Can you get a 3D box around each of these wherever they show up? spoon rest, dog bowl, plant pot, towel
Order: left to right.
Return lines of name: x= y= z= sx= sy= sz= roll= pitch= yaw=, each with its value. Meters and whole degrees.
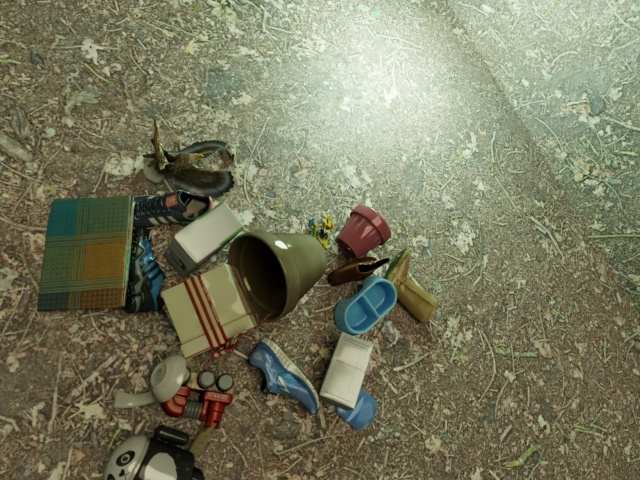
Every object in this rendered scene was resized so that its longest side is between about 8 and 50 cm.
towel: x=-0.749 y=0.037 z=1.309 sx=0.271 sy=0.040 sz=0.371 roll=-2 pitch=75 yaw=-3
spoon rest: x=-0.503 y=0.441 z=1.236 sx=0.084 sy=0.276 sz=0.137 roll=43 pitch=26 yaw=-42
plant pot: x=-0.136 y=0.096 z=1.504 sx=0.280 sy=0.323 sz=0.323 roll=-22 pitch=84 yaw=-46
plant pot: x=0.171 y=-0.025 z=1.742 sx=0.180 sy=0.201 sz=0.201 roll=-43 pitch=94 yaw=-15
dog bowl: x=0.195 y=0.270 z=1.678 sx=0.297 sy=0.074 sz=0.166 roll=-38 pitch=99 yaw=-18

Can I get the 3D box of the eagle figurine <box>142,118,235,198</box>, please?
eagle figurine: x=-0.488 y=-0.291 z=1.530 sx=0.298 sy=0.225 sz=0.226 roll=4 pitch=114 yaw=-55

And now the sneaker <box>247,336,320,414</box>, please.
sneaker: x=-0.135 y=0.509 z=1.463 sx=0.147 sy=0.130 sz=0.330 roll=-43 pitch=91 yaw=-16

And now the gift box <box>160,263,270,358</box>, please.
gift box: x=-0.325 y=0.232 z=1.327 sx=0.276 sy=0.255 sz=0.258 roll=-23 pitch=84 yaw=0

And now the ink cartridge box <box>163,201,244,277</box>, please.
ink cartridge box: x=-0.406 y=0.005 z=1.393 sx=0.201 sy=0.278 sz=0.117 roll=-42 pitch=97 yaw=-30

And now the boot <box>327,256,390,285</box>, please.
boot: x=0.189 y=0.097 z=1.646 sx=0.264 sy=0.280 sz=0.096 roll=-10 pitch=78 yaw=-28

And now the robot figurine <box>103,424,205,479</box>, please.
robot figurine: x=-0.482 y=0.684 z=1.188 sx=0.278 sy=0.174 sz=0.209 roll=31 pitch=28 yaw=-14

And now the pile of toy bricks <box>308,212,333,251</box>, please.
pile of toy bricks: x=0.000 y=0.000 z=1.705 sx=0.105 sy=0.118 sz=0.212 roll=42 pitch=39 yaw=-40

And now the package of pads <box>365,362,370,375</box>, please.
package of pads: x=0.160 y=0.516 z=1.638 sx=0.083 sy=0.032 sz=0.050 roll=12 pitch=68 yaw=-22

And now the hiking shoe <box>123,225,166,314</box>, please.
hiking shoe: x=-0.598 y=0.101 z=1.384 sx=0.132 sy=0.113 sz=0.304 roll=15 pitch=63 yaw=-48

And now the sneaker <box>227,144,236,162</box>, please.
sneaker: x=-0.366 y=-0.357 z=1.677 sx=0.036 sy=0.032 sz=0.083 roll=-1 pitch=68 yaw=-12

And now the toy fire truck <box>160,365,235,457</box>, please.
toy fire truck: x=-0.409 y=0.552 z=1.302 sx=0.216 sy=0.158 sz=0.247 roll=18 pitch=56 yaw=-20

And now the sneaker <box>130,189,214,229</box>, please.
sneaker: x=-0.549 y=-0.122 z=1.438 sx=0.349 sy=0.148 sz=0.131 roll=-7 pitch=77 yaw=-27

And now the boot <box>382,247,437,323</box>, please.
boot: x=0.420 y=0.202 z=1.842 sx=0.269 sy=0.089 sz=0.236 roll=38 pitch=74 yaw=-9

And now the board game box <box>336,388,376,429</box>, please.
board game box: x=0.134 y=0.646 z=1.584 sx=0.168 sy=0.033 sz=0.133 roll=41 pitch=66 yaw=-3

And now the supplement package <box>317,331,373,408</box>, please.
supplement package: x=0.093 y=0.494 z=1.535 sx=0.139 sy=0.134 sz=0.244 roll=22 pitch=64 yaw=4
